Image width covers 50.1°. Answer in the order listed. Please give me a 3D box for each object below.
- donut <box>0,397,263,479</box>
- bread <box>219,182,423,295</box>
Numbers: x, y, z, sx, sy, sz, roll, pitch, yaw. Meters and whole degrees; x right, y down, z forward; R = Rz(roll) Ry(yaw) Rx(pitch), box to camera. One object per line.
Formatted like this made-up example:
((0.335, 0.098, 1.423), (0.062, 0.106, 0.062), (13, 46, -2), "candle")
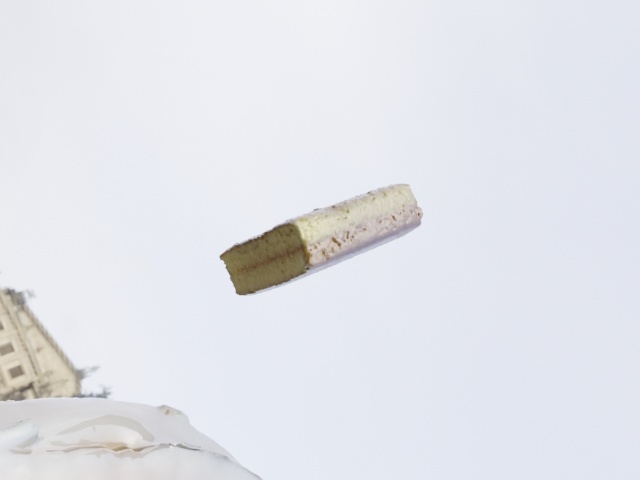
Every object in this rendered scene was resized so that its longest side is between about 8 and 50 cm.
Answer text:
((-0.115, 0.255, 0.281), (0.142, 0.383, 0.382), (-30, -98, 30), "donut")
((0.000, 0.000, 0.412), (0.090, 0.094, 0.035), (-24, -93, 52), "bread")
